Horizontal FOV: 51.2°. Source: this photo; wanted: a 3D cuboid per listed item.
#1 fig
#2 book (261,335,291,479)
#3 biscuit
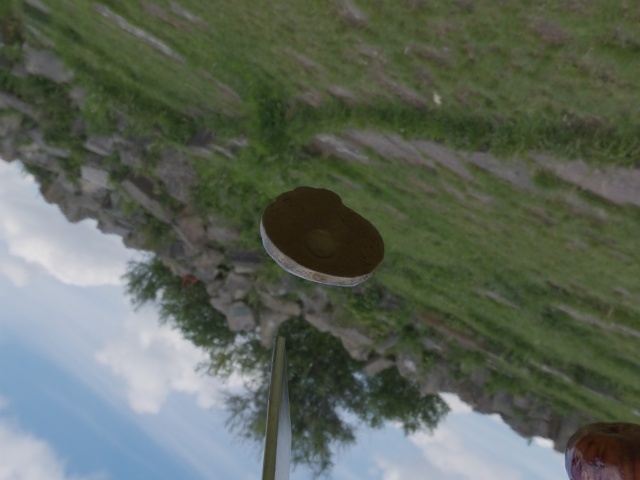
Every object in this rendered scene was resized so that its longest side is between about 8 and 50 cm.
[{"bbox_3d":[0.367,0.287,0.823,0.128,0.128,0.150,26,146,49],"label":"fig"},{"bbox_3d":[-0.060,0.324,0.940,0.018,0.228,0.322,-1,-148,0],"label":"book"},{"bbox_3d":[0.000,0.000,1.058,0.208,0.049,0.181,40,-132,22],"label":"biscuit"}]
